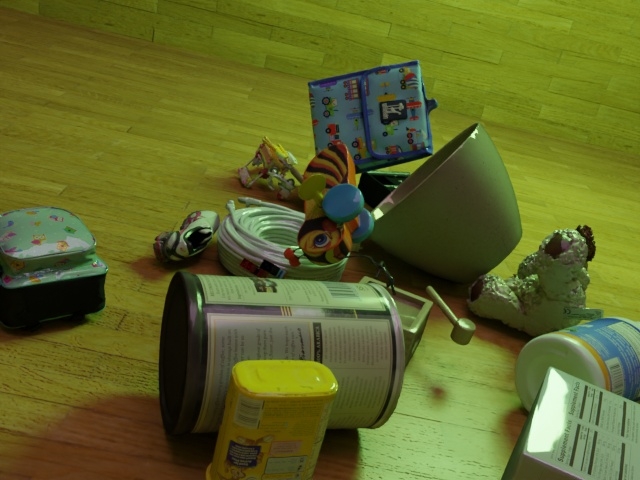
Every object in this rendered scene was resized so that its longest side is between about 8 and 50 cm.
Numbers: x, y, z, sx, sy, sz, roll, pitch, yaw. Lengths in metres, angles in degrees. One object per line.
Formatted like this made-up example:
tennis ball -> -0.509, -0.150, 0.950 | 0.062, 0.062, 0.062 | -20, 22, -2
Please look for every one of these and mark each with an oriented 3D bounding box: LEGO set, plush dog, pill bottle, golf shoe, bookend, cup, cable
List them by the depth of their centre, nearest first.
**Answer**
pill bottle -> 0.455, 0.206, 1.140 | 0.272, 0.152, 0.152 | -6, 30, -39
golf shoe -> -0.229, -0.008, 1.322 | 0.086, 0.067, 0.186 | -4, 22, 24
cable -> -0.074, 0.016, 1.353 | 0.257, 0.089, 0.257 | 13, 24, -5
plush dog -> 0.451, 0.087, 1.372 | 0.210, 0.262, 0.225 | 49, 37, -3
cup -> 0.279, -0.048, 1.472 | 0.237, 0.331, 0.331 | 48, 25, -4
LEGO set -> -0.138, -0.185, 1.802 | 0.132, 0.107, 0.287 | 45, 12, -16
bookend -> 0.201, -0.119, 1.829 | 0.156, 0.072, 0.157 | 0, 28, -30

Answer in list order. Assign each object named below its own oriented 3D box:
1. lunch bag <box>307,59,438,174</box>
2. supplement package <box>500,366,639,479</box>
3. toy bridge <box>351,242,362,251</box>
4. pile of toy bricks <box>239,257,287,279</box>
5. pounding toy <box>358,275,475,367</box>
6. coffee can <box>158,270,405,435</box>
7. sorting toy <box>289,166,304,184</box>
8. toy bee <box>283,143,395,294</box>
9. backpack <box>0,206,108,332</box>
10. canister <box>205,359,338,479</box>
lunch bag -> 0.137, -0.286, 1.667 | 0.293, 0.220, 0.138 | -10, -8, 22
supplement package -> 0.332, 0.312, 0.772 | 0.263, 0.199, 0.198 | 22, 25, 18
toy bridge -> 0.000, 0.000, 1.507 | 0.188, 0.026, 0.063 | 10, 26, -8
pile of toy bricks -> -0.064, 0.115, 1.143 | 0.212, 0.118, 0.105 | 26, -8, 46
pounding toy -> 0.146, 0.146, 1.173 | 0.206, 0.094, 0.181 | 21, 25, 15
coffee can -> -0.057, 0.149, 0.920 | 0.275, 0.201, 0.201 | 5, 25, -21
sorting toy -> 0.036, -0.113, 1.677 | 0.196, 0.047, 0.347 | 23, 15, -34
toy bee -> 0.007, -0.030, 1.204 | 0.162, 0.195, 0.298 | -19, 35, 7
backpack -> -0.427, 0.029, 1.061 | 0.166, 0.144, 0.188 | -13, 32, -37
canister -> -0.056, 0.222, 0.795 | 0.126, 0.169, 0.073 | 4, 25, -22
